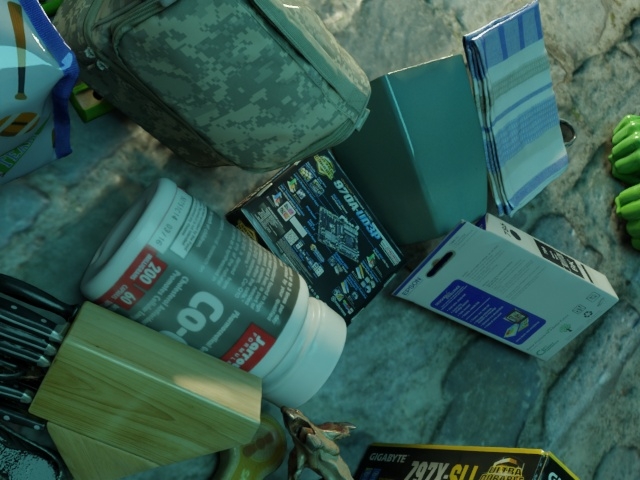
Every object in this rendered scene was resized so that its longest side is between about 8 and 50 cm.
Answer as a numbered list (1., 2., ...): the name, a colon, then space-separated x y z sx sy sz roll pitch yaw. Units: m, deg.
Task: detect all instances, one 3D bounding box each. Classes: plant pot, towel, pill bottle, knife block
1. plant pot: 0.138 -0.121 1.109 0.165 0.165 0.234 -23 94 -35
2. towel: 0.308 -0.202 1.166 0.209 0.034 0.285 -33 116 -37
3. pill bottle: -0.116 0.071 0.887 0.283 0.161 0.161 37 60 -20
4. knife block: -0.221 0.119 0.772 0.275 0.088 0.242 -16 112 4

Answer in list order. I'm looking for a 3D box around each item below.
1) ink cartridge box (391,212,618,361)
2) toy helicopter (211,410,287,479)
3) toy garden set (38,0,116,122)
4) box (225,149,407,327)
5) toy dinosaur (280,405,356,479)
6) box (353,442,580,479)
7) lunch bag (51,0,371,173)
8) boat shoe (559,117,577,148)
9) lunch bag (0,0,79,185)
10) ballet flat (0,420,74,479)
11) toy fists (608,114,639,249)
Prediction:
1. ink cartridge box: 0.275 0.066 1.144 0.332 0.165 0.065 25 33 -28
2. toy helicopter: -0.144 0.338 0.846 0.235 0.140 0.355 35 50 -11
3. toy garden set: -0.333 -0.255 0.897 0.203 0.049 0.244 -36 98 -35
4. box: 0.000 0.000 1.050 0.175 0.051 0.220 -44 103 -33
5. toy dinosaur: 0.009 0.327 0.905 0.127 0.296 0.200 -17 47 -44
6. box: 0.224 0.355 0.941 0.257 0.322 0.079 41 61 -17
7. lunch bag: -0.112 -0.224 0.861 0.305 0.256 0.213 41 65 -41
8. boat shoe: 0.302 -0.182 1.263 0.306 0.105 0.113 9 73 -32
9. lunch bag: -0.460 -0.211 0.690 0.327 0.239 0.386 -29 83 -30
10. ballet flat: -0.316 0.227 0.783 0.173 0.049 0.058 38 61 -20
11. toy fists: 0.628 -0.109 1.469 0.142 0.096 0.279 14 69 -41
